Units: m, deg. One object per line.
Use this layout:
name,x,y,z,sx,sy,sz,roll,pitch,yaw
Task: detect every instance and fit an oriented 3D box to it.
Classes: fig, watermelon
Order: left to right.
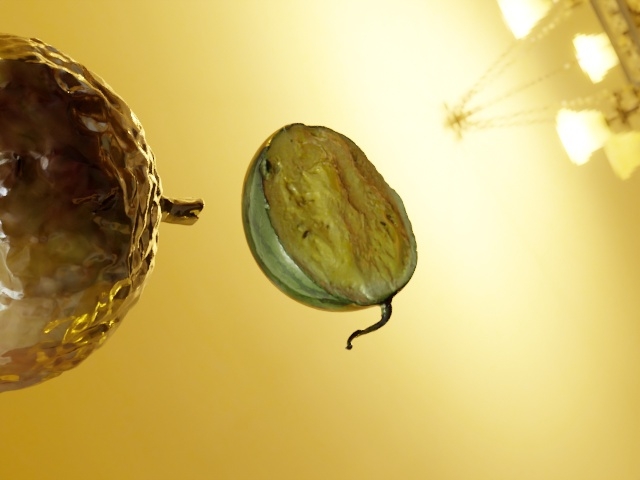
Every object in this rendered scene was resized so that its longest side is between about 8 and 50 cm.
fig,-0.222,-0.034,0.976,0.368,0.286,0.286,-15,-99,-61
watermelon,-0.003,-0.007,1.249,0.204,0.127,0.232,-33,-88,-49
